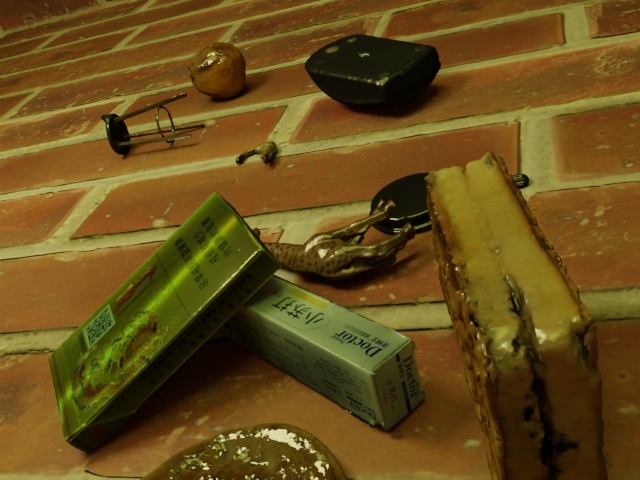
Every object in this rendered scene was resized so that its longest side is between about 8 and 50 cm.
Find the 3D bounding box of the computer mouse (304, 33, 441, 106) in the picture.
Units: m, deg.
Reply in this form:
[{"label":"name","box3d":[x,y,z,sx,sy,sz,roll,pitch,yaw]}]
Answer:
[{"label":"computer mouse","box3d":[0.097,-0.323,1.413,0.170,0.100,0.269,-40,42,-23]}]

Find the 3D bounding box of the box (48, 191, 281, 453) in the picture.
[{"label":"box","box3d":[-0.199,0.090,0.874,0.311,0.043,0.173,-45,37,0]}]

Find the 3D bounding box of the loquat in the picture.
[{"label":"loquat","box3d":[-0.240,-0.397,1.686,0.137,0.137,0.113,-22,36,-5]}]

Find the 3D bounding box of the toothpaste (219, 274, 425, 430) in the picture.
[{"label":"toothpaste","box3d":[-0.022,0.108,0.817,0.071,0.089,0.313,-32,33,-29]}]

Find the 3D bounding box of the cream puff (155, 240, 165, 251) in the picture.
[{"label":"cream puff","box3d":[-0.176,0.027,1.005,0.116,0.094,0.122,-4,-8,42]}]

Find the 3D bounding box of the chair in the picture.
[{"label":"chair","box3d":[-0.373,-0.240,1.553,0.222,0.104,0.095,-7,50,15]}]

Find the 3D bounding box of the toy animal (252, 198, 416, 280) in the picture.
[{"label":"toy animal","box3d":[-0.001,0.007,0.991,0.276,0.054,0.149,-16,41,19]}]

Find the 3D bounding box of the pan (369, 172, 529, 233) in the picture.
[{"label":"pan","box3d":[0.181,-0.070,1.039,0.235,0.028,0.136,-14,32,9]}]

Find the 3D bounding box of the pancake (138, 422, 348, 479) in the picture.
[{"label":"pancake","box3d":[-0.089,0.273,0.637,0.283,0.049,0.282,-14,28,8]}]

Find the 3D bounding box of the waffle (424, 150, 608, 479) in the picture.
[{"label":"waffle","box3d":[0.167,0.073,0.651,0.091,0.212,0.308,-12,31,6]}]

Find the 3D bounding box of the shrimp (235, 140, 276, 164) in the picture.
[{"label":"shrimp","box3d":[-0.121,-0.157,1.348,0.083,0.023,0.114,-19,26,6]}]
